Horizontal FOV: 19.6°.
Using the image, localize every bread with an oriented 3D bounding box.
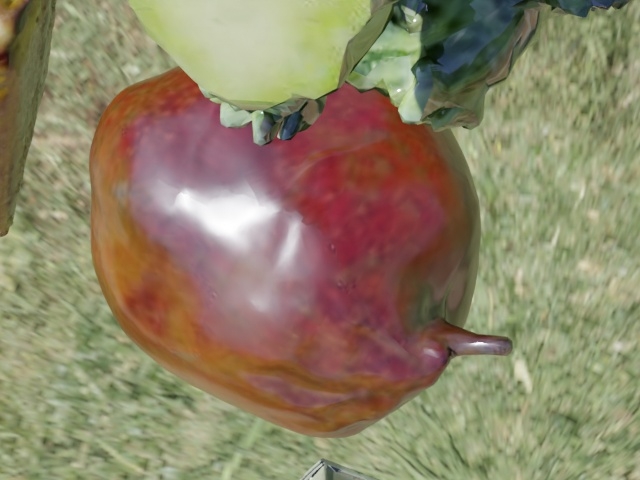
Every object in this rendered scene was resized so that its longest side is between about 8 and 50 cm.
[{"bbox_3d":[-0.219,-0.119,1.164,0.096,0.222,0.181,10,56,-5],"label":"bread"}]

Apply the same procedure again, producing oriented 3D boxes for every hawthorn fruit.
[{"bbox_3d":[0.000,0.000,0.969,0.208,0.208,0.248,-49,52,-3],"label":"hawthorn fruit"}]

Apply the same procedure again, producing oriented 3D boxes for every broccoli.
[{"bbox_3d":[-0.002,-0.162,0.558,0.288,0.235,0.260,42,73,-25],"label":"broccoli"}]

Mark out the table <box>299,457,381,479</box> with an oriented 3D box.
[{"bbox_3d":[0.018,0.248,1.595,0.079,0.062,0.083,23,39,-24],"label":"table"}]
